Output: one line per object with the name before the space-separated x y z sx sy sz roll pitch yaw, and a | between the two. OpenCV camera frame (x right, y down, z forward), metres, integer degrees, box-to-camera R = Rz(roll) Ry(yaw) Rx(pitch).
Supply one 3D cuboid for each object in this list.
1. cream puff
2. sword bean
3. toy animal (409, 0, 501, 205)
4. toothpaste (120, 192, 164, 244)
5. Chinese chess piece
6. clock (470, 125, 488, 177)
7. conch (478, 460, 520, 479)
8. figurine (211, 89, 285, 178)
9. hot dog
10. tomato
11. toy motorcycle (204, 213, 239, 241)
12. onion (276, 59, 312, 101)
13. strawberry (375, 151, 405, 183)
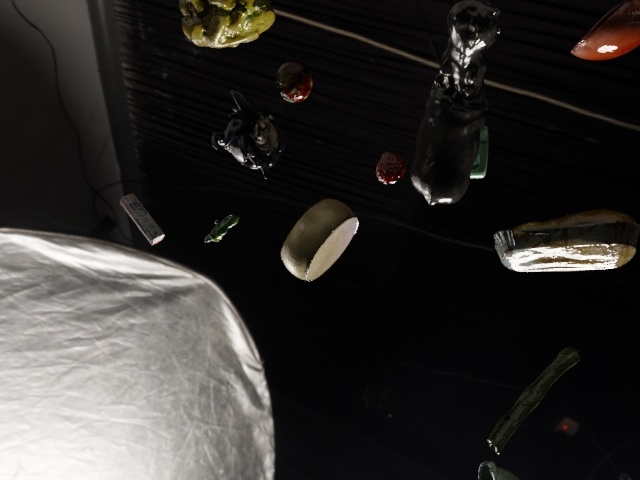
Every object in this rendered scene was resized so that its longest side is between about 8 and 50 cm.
cream puff | -0.230 -0.532 1.007 0.194 0.220 0.195 -36 136 -45
sword bean | 0.432 0.318 0.924 0.269 0.038 0.043 -43 -157 -10
toy animal | 0.219 -0.218 0.739 0.168 0.106 0.344 -55 154 -43
toothpaste | -0.615 -0.075 1.567 0.047 0.196 0.040 -32 168 -43
Chinese chess piece | 0.000 0.000 1.413 0.270 0.112 0.270 -45 162 -19
clock | 0.497 -0.298 1.447 0.148 0.060 0.189 -44 135 -68
conch | 0.290 0.395 0.718 0.076 0.056 0.086 123 -30 -49
figurine | -0.192 -0.291 1.275 0.175 0.196 0.265 -61 163 -4
hot dog | 0.506 0.006 0.950 0.163 0.270 0.082 56 39 -42
tomato | 0.765 -0.532 1.165 0.228 0.112 0.199 -38 174 -5
toy motorcycle | -0.475 -0.056 2.167 0.190 0.106 0.074 -45 116 -17
onion | -0.074 -0.478 1.352 0.118 0.117 0.118 -38 177 -2
strawberry | 0.222 -0.233 1.456 0.106 0.106 0.106 21 90 -77
